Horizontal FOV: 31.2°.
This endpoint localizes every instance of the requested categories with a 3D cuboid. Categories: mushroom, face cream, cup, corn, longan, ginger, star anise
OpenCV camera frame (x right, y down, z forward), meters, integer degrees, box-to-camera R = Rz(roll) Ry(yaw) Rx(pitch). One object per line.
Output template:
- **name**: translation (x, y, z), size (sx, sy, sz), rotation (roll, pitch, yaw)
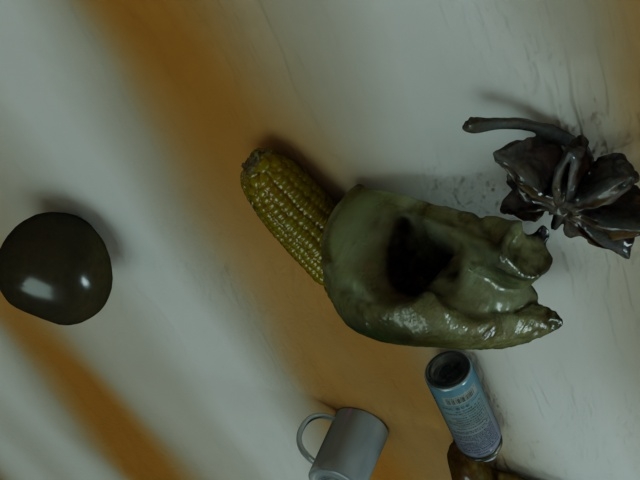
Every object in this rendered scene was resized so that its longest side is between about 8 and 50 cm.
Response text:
- **mushroom**: translation (0.148, 0.070, 1.379), size (0.292, 0.212, 0.217), rotation (3, 140, 43)
- **face cream**: translation (0.223, 0.262, 1.738), size (0.075, 0.075, 0.229), rotation (4, 140, 30)
- **cup**: translation (0.031, 0.358, 1.944), size (0.136, 0.133, 0.099), rotation (11, 140, 21)
- **corn**: translation (0.003, 0.001, 1.508), size (0.102, 0.102, 0.313), rotation (-13, 131, 43)
- **longan**: translation (-0.408, 0.044, 1.780), size (0.189, 0.189, 0.189), rotation (18, 146, 13)
- **ginger**: translation (0.342, 0.436, 1.870), size (0.309, 0.107, 0.133), rotation (21, 160, 15)
- **star anise**: translation (0.268, -0.065, 1.254), size (0.209, 0.089, 0.231), rotation (1, 140, 50)
